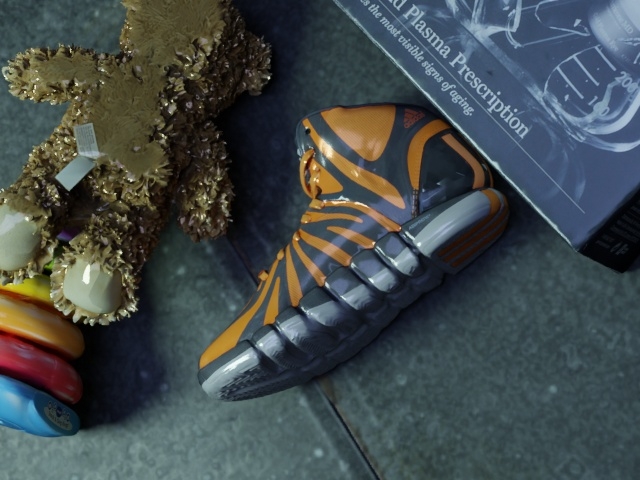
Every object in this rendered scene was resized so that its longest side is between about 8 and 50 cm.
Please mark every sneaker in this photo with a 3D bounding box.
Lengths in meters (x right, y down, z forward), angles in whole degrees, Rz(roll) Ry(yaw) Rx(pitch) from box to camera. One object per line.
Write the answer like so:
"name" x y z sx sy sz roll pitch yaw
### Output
"sneaker" 0.000 0.000 1.624 0.321 0.124 0.180 -35 67 4

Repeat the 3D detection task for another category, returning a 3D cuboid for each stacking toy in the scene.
"stacking toy" -0.274 0.025 1.722 0.165 0.175 0.302 13 75 18

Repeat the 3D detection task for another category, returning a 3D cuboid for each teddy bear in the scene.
"teddy bear" -0.184 -0.083 1.669 0.245 0.113 0.338 10 72 3

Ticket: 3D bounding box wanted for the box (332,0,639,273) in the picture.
"box" 0.229 -0.205 1.511 0.312 0.179 0.343 -46 70 10
